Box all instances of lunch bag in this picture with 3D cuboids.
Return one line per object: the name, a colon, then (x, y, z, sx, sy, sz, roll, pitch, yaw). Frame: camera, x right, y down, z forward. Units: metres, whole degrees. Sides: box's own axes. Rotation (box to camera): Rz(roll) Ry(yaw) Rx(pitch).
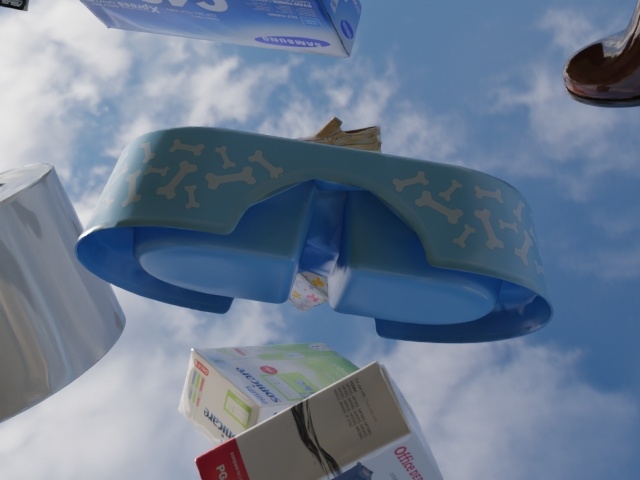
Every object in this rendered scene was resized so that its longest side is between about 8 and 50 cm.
lunch bag: (-0.025, 0.047, 1.161, 0.071, 0.083, 0.053, -31, -154, 50)

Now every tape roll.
tape roll: (-0.325, 0.053, 0.809, 0.246, 0.246, 0.169, -15, -70, 17)

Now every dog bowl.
dog bowl: (0.000, 0.000, 0.559, 0.297, 0.166, 0.074, 8, -110, -4)

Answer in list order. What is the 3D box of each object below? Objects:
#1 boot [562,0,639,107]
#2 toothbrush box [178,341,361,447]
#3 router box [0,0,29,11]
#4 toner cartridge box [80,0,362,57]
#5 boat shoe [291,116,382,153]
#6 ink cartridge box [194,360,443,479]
boot: (0.280, -0.252, 0.773, 0.264, 0.280, 0.096, -5, -130, 48)
toothbrush box: (-0.055, 0.265, 1.436, 0.206, 0.283, 0.122, 30, -69, 47)
router box: (-0.262, -0.249, 0.743, 0.122, 0.038, 0.092, -133, -127, -63)
toner cartridge box: (-0.137, -0.308, 1.066, 0.347, 0.165, 0.075, 11, -99, 17)
boat shoe: (0.017, -0.165, 1.418, 0.068, 0.189, 0.072, 22, -69, 52)
ink cartridge box: (0.005, 0.262, 1.005, 0.237, 0.172, 0.100, -28, -128, 2)
